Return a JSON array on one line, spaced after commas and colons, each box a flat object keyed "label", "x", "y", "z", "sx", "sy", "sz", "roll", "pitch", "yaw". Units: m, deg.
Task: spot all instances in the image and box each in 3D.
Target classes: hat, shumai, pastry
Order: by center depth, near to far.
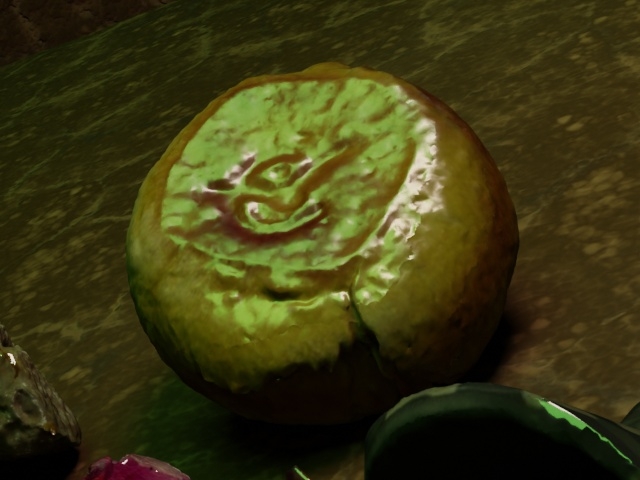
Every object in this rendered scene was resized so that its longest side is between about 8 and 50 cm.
[{"label": "hat", "x": 0.222, "y": 0.108, "z": 0.844, "sx": 0.366, "sy": 0.382, "sz": 0.257, "roll": 6, "pitch": 59, "yaw": 42}, {"label": "pastry", "x": 0.000, "y": 0.000, "z": 1.332, "sx": 0.355, "sy": 0.164, "sz": 0.356, "roll": -9, "pitch": 55, "yaw": 13}, {"label": "shumai", "x": -0.327, "y": 0.167, "z": 1.402, "sx": 0.175, "sy": 0.166, "sz": 0.206, "roll": -40, "pitch": 2, "yaw": -16}]

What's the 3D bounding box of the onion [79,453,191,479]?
[{"label": "onion", "x": -0.112, "y": 0.238, "z": 0.925, "sx": 0.120, "sy": 0.283, "sz": 0.227, "roll": 12, "pitch": 68, "yaw": 8}]

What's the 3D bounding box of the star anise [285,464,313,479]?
[{"label": "star anise", "x": 0.005, "y": 0.253, "z": 1.038, "sx": 0.140, "sy": 0.144, "sz": 0.158, "roll": 27, "pitch": 43, "yaw": 1}]
